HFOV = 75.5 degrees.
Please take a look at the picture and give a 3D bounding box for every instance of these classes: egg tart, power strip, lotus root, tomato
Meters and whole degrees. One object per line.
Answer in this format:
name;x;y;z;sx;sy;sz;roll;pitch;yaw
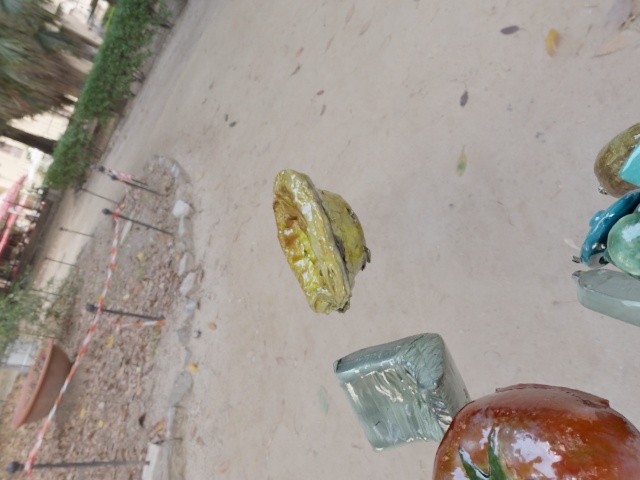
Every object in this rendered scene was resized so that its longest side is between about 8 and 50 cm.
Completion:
egg tart;0.000;0.000;0.630;0.241;0.105;0.241;161;90;-73
power strip;0.504;0.102;0.579;0.285;0.080;0.048;22;134;49
lotus root;0.694;-0.169;0.916;0.128;0.260;0.145;-7;71;6
tomato;0.172;0.228;0.350;0.225;0.084;0.225;-46;37;50

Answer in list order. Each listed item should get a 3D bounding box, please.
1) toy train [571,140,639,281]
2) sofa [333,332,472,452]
toy train;0.333;-0.035;0.313;0.120;0.298;0.194;47;128;43
sofa;0.147;0.297;0.721;0.225;0.210;0.176;-20;13;22
